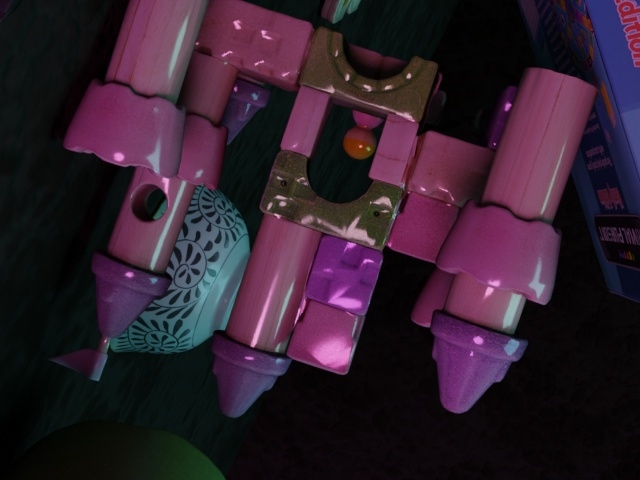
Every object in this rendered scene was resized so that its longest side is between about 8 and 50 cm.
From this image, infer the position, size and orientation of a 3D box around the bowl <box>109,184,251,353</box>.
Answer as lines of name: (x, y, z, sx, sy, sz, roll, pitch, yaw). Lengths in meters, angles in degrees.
bowl: (-0.102, 0.031, 0.954, 0.170, 0.080, 0.170, 23, 90, -84)

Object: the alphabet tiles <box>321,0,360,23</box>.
alphabet tiles: (0.068, -0.364, 1.169, 0.278, 0.021, 0.284, -52, 165, -65)

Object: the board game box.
board game box: (0.185, -0.130, 0.704, 0.254, 0.079, 0.336, -16, 89, -84)

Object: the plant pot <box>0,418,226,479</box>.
plant pot: (-0.148, 0.244, 0.700, 0.254, 0.276, 0.276, -86, -162, -72)

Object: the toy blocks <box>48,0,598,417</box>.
toy blocks: (0.000, 0.000, 0.743, 0.309, 0.288, 0.260, -16, 123, -85)

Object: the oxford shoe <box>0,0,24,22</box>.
oxford shoe: (-0.079, -0.176, 0.354, 0.227, 0.082, 0.096, -55, -177, 29)
